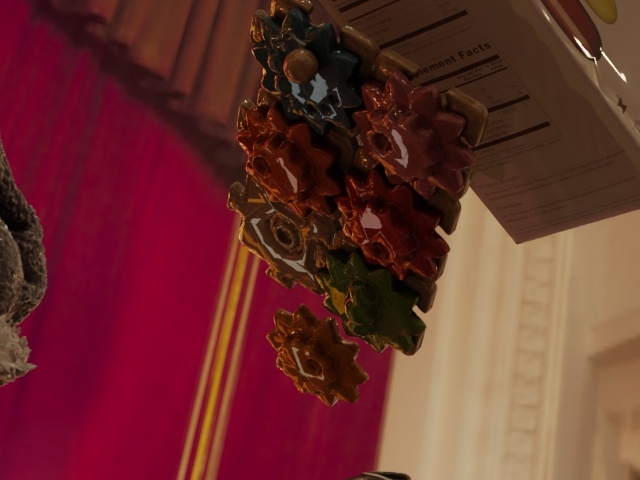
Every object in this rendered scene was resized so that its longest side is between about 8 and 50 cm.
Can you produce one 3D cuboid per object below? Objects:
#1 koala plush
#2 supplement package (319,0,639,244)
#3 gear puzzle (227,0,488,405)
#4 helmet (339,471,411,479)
[{"bbox_3d":[-0.295,0.054,1.190,0.196,0.221,0.203,-22,-51,8],"label":"koala plush"},{"bbox_3d":[0.133,-0.139,1.051,0.134,0.139,0.244,-18,-56,41],"label":"supplement package"},{"bbox_3d":[0.000,0.000,1.056,0.175,0.044,0.339,33,-39,19],"label":"gear puzzle"},{"bbox_3d":[0.040,0.281,1.367,0.169,0.169,0.161,-8,-9,26],"label":"helmet"}]
